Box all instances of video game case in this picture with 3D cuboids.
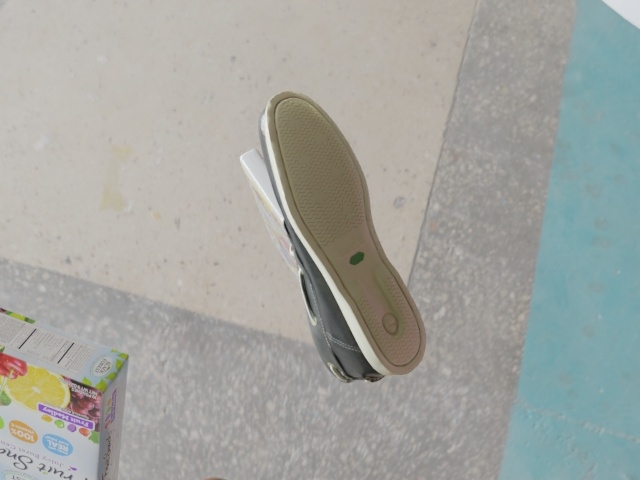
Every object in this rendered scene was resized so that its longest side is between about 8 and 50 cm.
[{"bbox_3d":[-0.008,0.034,0.911,0.026,0.206,0.227,-31,63,-8],"label":"video game case"}]

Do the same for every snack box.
[{"bbox_3d":[-0.181,0.117,0.533,0.100,0.141,0.037,20,37,6],"label":"snack box"}]

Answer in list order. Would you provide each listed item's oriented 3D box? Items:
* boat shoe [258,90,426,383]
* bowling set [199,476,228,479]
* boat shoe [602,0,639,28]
[{"bbox_3d":[0.000,0.000,0.638,0.084,0.079,0.233,-21,89,-39],"label":"boat shoe"},{"bbox_3d":[-0.033,0.281,0.603,0.200,0.287,0.154,19,85,38],"label":"bowling set"},{"bbox_3d":[0.121,-0.165,0.293,0.109,0.094,0.302,-27,63,-16],"label":"boat shoe"}]
